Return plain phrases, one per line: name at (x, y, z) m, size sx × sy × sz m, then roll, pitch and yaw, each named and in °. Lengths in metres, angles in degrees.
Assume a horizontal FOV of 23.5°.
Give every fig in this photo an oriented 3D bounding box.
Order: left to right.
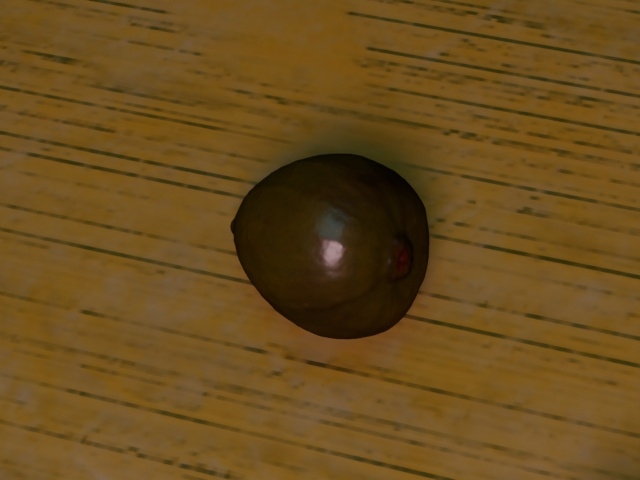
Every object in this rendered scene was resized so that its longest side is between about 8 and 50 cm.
fig at (0.000, 0.000, 0.609) m, size 0.088 × 0.074 × 0.074 m, roll 15°, pitch 59°, yaw 44°
